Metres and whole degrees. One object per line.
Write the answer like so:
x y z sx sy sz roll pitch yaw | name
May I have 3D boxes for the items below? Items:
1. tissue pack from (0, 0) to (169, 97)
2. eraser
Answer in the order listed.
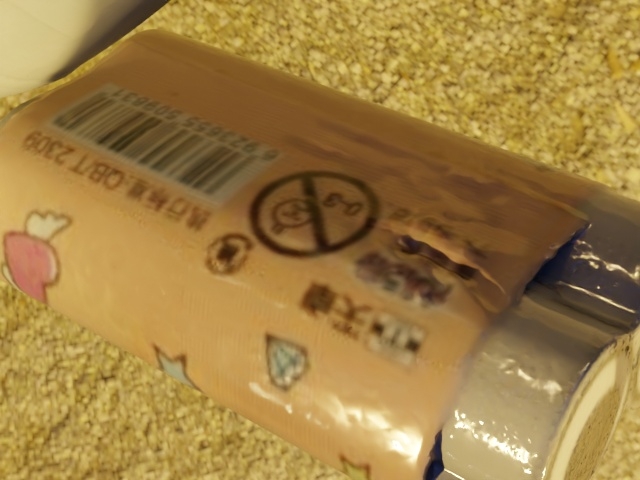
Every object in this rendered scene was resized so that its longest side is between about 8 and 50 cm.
-0.150 -0.210 0.357 0.236 0.333 0.229 -25 149 27 | tissue pack
0.000 0.000 0.489 0.171 0.291 0.087 -43 143 -35 | eraser
